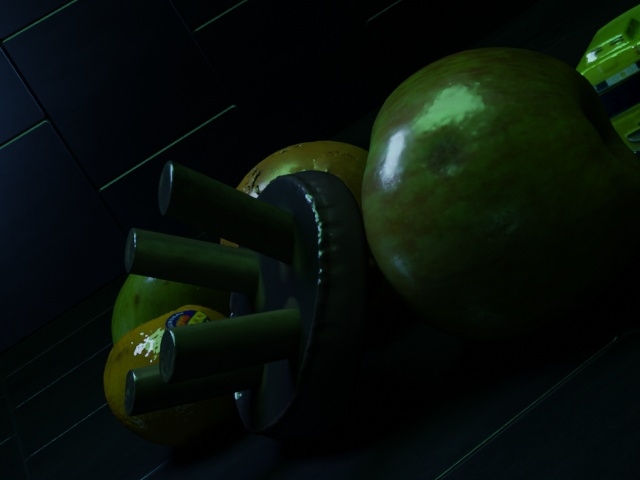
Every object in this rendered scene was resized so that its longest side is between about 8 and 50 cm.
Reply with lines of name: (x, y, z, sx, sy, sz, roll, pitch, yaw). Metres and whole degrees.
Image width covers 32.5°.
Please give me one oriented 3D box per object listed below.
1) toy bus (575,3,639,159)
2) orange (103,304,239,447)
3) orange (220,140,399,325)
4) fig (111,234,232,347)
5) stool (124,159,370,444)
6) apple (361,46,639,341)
toy bus: (0.393, -0.199, 1.335, 0.128, 0.150, 0.262, -28, 11, 31)
orange: (-0.161, 0.155, 1.267, 0.177, 0.155, 0.177, -22, 12, 5)
orange: (0.000, 0.000, 1.299, 0.240, 0.240, 0.240, -31, 10, 6)
fig: (-0.200, 0.090, 1.524, 0.203, 0.225, 0.203, -10, 26, 5)
stool: (-0.079, 0.058, 1.048, 0.178, 0.272, 0.272, 5, -4, -21)
apple: (0.169, -0.044, 0.981, 0.264, 0.264, 0.264, -31, 10, 6)
